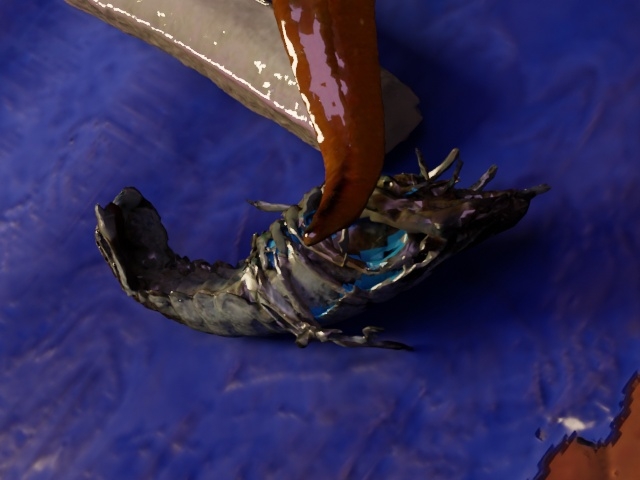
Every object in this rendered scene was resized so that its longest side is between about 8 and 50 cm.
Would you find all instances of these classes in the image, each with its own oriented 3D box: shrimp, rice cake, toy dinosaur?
[{"bbox_3d":[0.000,0.004,0.728,0.174,0.076,0.082,-6,21,29],"label":"shrimp"},{"bbox_3d":[-0.042,-0.085,0.802,0.206,0.036,0.047,31,89,35],"label":"rice cake"},{"bbox_3d":[-0.005,-0.183,0.793,0.208,0.097,0.432,10,65,26],"label":"toy dinosaur"}]
